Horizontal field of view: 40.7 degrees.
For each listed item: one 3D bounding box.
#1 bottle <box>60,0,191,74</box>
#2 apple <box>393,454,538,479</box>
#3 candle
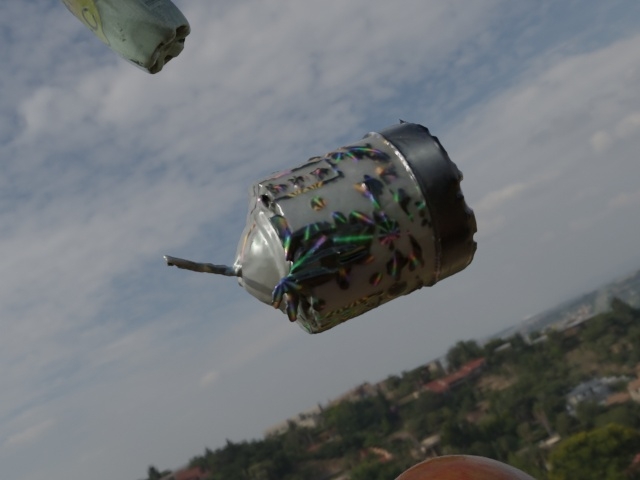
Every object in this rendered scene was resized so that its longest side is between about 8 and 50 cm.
[{"bbox_3d":[-0.257,-0.289,0.918,0.083,0.269,0.083,-48,-3,-4],"label":"bottle"},{"bbox_3d":[0.056,0.152,0.348,0.102,0.126,0.126,22,24,37],"label":"apple"},{"bbox_3d":[0.000,0.000,0.925,0.330,0.187,0.187,-22,-10,-16],"label":"candle"}]
